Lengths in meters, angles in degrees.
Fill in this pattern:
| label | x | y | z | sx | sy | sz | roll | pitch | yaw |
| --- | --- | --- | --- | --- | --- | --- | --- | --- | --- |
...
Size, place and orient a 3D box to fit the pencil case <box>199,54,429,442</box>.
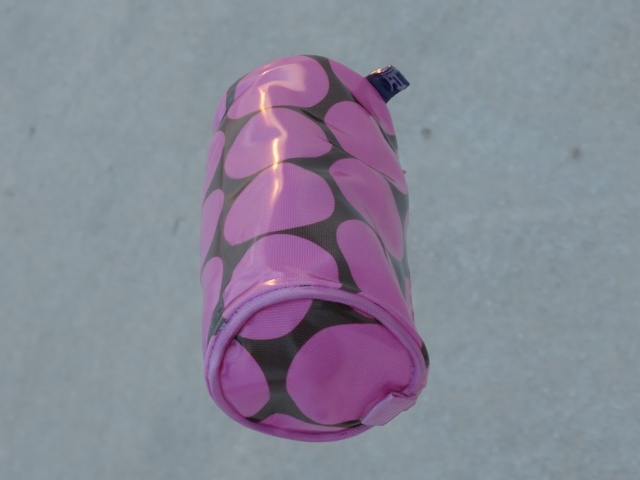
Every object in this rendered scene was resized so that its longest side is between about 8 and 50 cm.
| label | x | y | z | sx | sy | sz | roll | pitch | yaw |
| --- | --- | --- | --- | --- | --- | --- | --- | --- | --- |
| pencil case | 0.000 | 0.000 | 0.689 | 0.095 | 0.098 | 0.209 | -39 | 25 | 23 |
